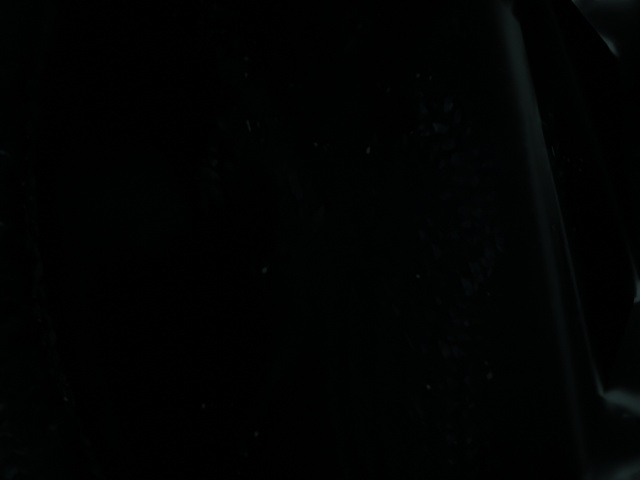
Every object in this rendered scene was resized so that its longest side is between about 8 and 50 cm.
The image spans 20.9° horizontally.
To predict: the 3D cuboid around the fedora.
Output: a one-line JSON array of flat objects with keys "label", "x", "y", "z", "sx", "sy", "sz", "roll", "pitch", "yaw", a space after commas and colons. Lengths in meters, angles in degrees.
[{"label": "fedora", "x": 0.000, "y": 0.000, "z": 0.494, "sx": 0.152, "sy": 0.334, "sz": 0.334, "roll": -22, "pitch": 36, "yaw": 60}]
